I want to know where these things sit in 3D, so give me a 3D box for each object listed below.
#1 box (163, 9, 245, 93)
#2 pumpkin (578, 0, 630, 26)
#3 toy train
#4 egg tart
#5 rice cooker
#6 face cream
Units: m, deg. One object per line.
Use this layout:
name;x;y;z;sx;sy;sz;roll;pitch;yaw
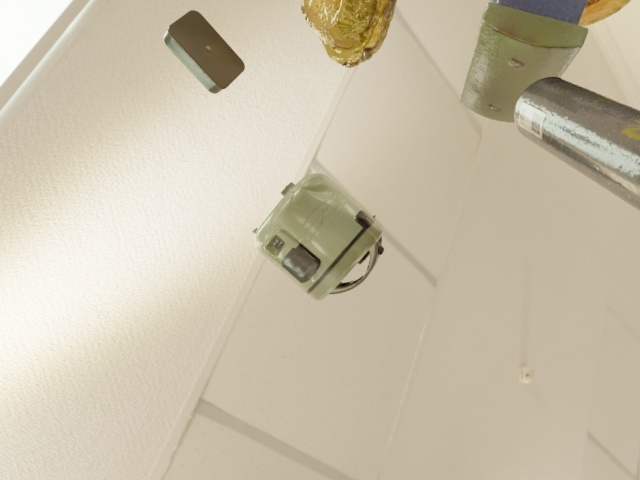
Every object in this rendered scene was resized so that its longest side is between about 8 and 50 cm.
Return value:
box;-0.189;-0.304;0.902;0.126;0.031;0.091;45;-133;-19
pumpkin;0.493;-0.495;0.895;0.222;0.317;0.139;-9;-110;-16
toy train;0.265;-0.285;0.708;0.300;0.131;0.201;29;-96;-79
egg tart;0.047;-0.509;1.155;0.119;0.288;0.287;-13;-87;-35
rice cooker;0.000;0.000;1.144;0.244;0.226;0.226;40;-124;-2
face cream;0.266;-0.084;0.496;0.073;0.073;0.283;51;-169;-26
